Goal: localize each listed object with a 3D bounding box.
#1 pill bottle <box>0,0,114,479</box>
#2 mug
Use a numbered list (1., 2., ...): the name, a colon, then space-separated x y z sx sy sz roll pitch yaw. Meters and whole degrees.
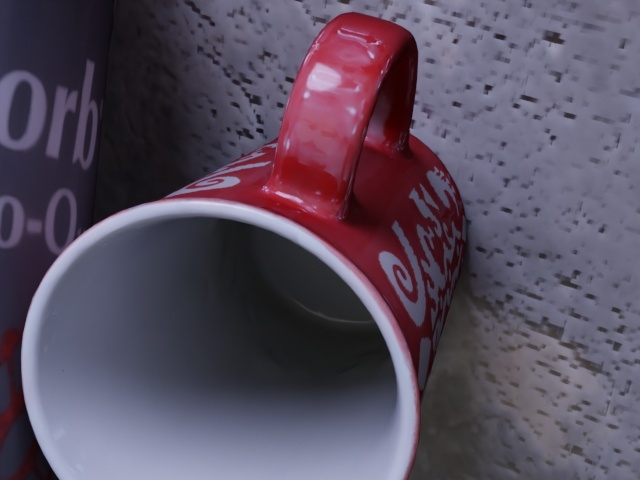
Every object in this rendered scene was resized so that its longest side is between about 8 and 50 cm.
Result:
1. pill bottle: -0.174 -0.063 0.393 0.210 0.210 0.362 3 87 30
2. mug: 0.005 0.009 0.401 0.150 0.169 0.113 -41 92 22
